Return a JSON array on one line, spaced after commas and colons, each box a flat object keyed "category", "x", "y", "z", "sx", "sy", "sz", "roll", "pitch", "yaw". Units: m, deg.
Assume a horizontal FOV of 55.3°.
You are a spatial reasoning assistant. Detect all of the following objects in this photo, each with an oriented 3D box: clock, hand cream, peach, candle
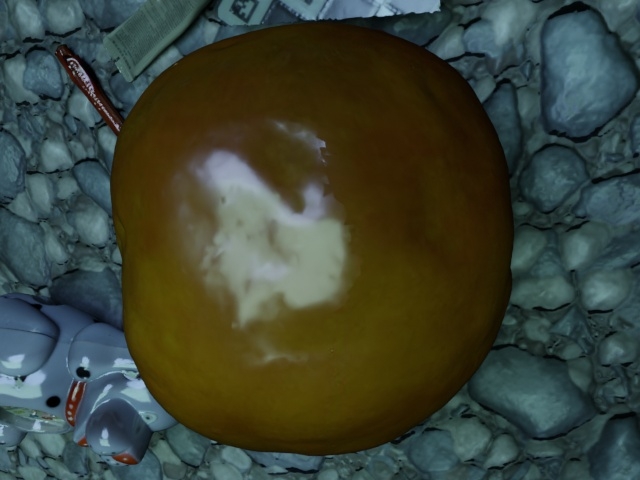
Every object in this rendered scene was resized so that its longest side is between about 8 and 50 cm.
[{"category": "clock", "x": -0.256, "y": 0.161, "z": 0.710, "sx": 0.254, "sy": 0.189, "sz": 0.188, "roll": 8, "pitch": 106, "yaw": 7}, {"category": "hand cream", "x": -0.168, "y": -0.236, "z": 0.649, "sx": 0.165, "sy": 0.037, "sz": 0.057, "roll": -30, "pitch": 94, "yaw": 29}, {"category": "peach", "x": 0.000, "y": 0.000, "z": 0.505, "sx": 0.302, "sy": 0.343, "sz": 0.342, "roll": -7, "pitch": 102, "yaw": -5}, {"category": "candle", "x": -0.246, "y": -0.151, "z": 0.694, "sx": 0.026, "sy": 0.021, "sz": 0.167, "roll": -35, "pitch": 91, "yaw": 22}]

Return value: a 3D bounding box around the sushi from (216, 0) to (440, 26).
[{"category": "sushi", "x": 0.009, "y": -0.319, "z": 0.563, "sx": 0.220, "sy": 0.047, "sz": 0.231, "roll": 4, "pitch": 100, "yaw": 21}]
